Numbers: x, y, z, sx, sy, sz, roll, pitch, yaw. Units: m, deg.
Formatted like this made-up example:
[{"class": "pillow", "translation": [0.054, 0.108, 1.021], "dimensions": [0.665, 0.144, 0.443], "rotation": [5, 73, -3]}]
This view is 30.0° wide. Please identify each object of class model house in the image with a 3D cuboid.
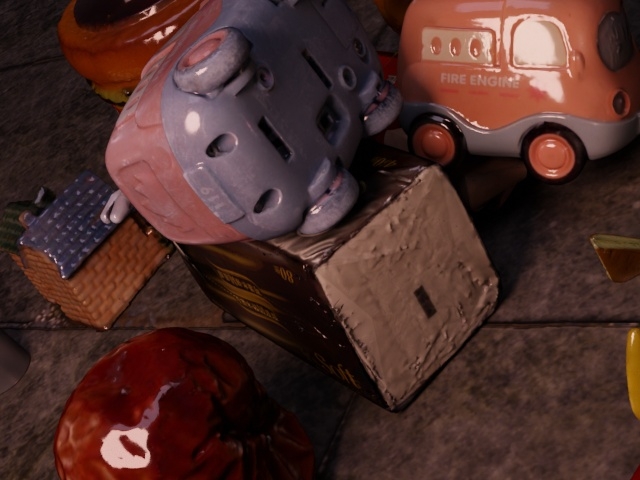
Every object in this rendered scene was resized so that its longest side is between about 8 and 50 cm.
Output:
[{"class": "model house", "translation": [-0.327, -0.005, 1.564], "dimensions": [0.183, 0.172, 0.166], "rotation": [7, 53, 45]}]

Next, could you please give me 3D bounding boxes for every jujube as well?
[{"class": "jujube", "translation": [-0.126, 0.193, 1.097], "dimensions": [0.213, 0.232, 0.213], "rotation": [-21, 38, 18]}]

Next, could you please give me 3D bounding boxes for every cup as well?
[{"class": "cup", "translation": [-0.435, 0.143, 1.555], "dimensions": [0.078, 0.077, 0.100], "rotation": [-37, 33, -4]}]

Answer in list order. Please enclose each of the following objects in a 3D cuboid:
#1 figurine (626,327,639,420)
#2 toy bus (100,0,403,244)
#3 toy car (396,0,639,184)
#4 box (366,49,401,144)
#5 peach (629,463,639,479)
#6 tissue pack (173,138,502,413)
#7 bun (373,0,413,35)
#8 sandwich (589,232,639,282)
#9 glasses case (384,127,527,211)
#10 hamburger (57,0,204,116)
[{"class": "figurine", "translation": [0.353, 0.124, 0.849], "dimensions": [0.228, 0.215, 0.215], "rotation": [-30, 27, 47]}, {"class": "toy bus", "translation": [-0.081, -0.124, 1.141], "dimensions": [0.232, 0.197, 0.294], "rotation": [-17, 35, 38]}, {"class": "toy car", "translation": [0.208, -0.191, 1.243], "dimensions": [0.270, 0.212, 0.180], "rotation": [8, 28, 27]}, {"class": "box", "translation": [0.038, -0.179, 1.561], "dimensions": [0.153, 0.074, 0.240], "rotation": [-45, 37, -22]}, {"class": "peach", "translation": [0.318, 0.229, 0.593], "dimensions": [0.335, 0.406, 0.310], "rotation": [-24, 6, 32]}, {"class": "tissue pack", "translation": [0.000, 0.000, 1.261], "dimensions": [0.198, 0.210, 0.370], "rotation": [-38, 32, -20]}, {"class": "bun", "translation": [0.160, -0.301, 1.435], "dimensions": [0.299, 0.299, 0.165], "rotation": [24, 87, 52]}, {"class": "sandwich", "translation": [0.286, 0.018, 1.140], "dimensions": [0.031, 0.083, 0.044], "rotation": [-110, 34, -50]}, {"class": "glasses case", "translation": [0.161, -0.079, 1.353], "dimensions": [0.102, 0.070, 0.193], "rotation": [-14, 26, -21]}, {"class": "hamburger", "translation": [-0.190, -0.283, 1.722], "dimensions": [0.330, 0.250, 0.330], "rotation": [-19, 39, 16]}]
